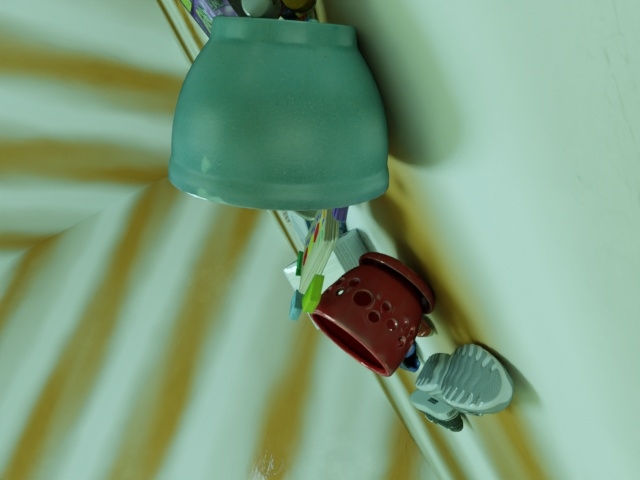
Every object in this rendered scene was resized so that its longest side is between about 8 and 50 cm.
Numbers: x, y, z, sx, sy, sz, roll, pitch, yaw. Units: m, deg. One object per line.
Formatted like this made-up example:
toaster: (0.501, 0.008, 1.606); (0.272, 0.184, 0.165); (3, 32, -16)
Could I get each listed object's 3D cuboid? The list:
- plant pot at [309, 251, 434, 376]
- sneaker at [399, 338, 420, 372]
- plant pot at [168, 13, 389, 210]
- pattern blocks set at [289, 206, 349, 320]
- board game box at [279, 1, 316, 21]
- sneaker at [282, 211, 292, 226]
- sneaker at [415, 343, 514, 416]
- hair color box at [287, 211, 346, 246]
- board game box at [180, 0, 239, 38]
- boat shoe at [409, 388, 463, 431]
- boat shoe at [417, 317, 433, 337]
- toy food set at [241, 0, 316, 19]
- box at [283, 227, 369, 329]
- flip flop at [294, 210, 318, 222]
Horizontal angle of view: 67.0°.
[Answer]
plant pot: (0.100, 0.126, 0.899); (0.191, 0.174, 0.191); (35, 163, 12)
sneaker: (0.205, 0.257, 1.247); (0.087, 0.083, 0.221); (26, 153, 52)
plant pot: (-0.048, -0.177, 0.619); (0.293, 0.293, 0.196); (-133, 42, -58)
pattern blocks set: (0.000, 0.000, 0.891); (0.325, 0.026, 0.285); (120, 161, -57)
board game box: (-0.056, -0.337, 0.785); (0.170, 0.048, 0.141); (55, 169, 34)
sneaker: (-0.069, -0.059, 1.748); (0.215, 0.084, 0.083); (56, 176, 22)
sneaker: (0.265, 0.247, 0.831); (0.115, 0.105, 0.281); (30, 169, 0)
hair color box: (-0.019, -0.072, 1.296); (0.174, 0.105, 0.347); (56, 171, 28)
board game box: (-0.230, -0.489, 1.084); (0.347, 0.056, 0.208); (51, 178, -19)
boat shoe: (0.299, 0.440, 1.261); (0.070, 0.078, 0.219); (62, 170, -3)
boat shoe: (0.199, 0.176, 1.058); (0.043, 0.049, 0.137); (21, -177, -18)
toy food set: (-0.092, -0.389, 0.661); (0.232, 0.111, 0.104); (50, -157, -1)
box: (0.039, 0.096, 1.185); (0.181, 0.119, 0.181); (-28, 92, 40)
flip flop: (-0.056, -0.124, 1.072); (0.277, 0.112, 0.080); (30, 178, 35)
